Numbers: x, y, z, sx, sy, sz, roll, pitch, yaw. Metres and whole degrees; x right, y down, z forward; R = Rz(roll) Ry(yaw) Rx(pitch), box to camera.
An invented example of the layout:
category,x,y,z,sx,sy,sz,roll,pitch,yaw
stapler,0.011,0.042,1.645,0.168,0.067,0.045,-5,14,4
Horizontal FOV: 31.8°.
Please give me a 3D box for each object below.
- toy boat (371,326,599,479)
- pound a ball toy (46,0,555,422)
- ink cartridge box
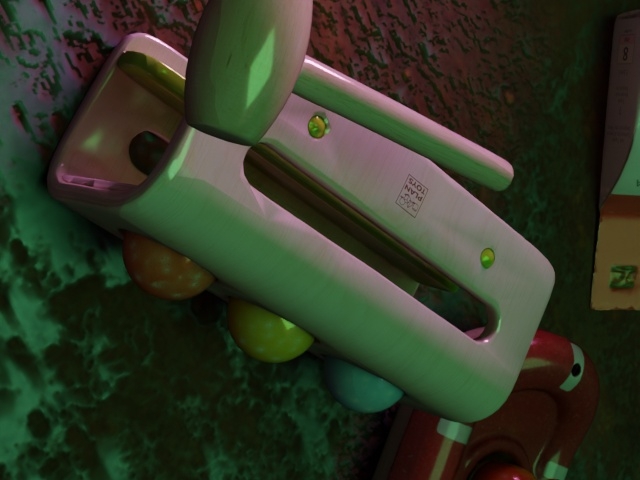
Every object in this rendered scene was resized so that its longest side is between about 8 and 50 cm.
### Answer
category,x,y,z,sx,sy,sz,roll,pitch,yaw
toy boat,0.128,0.173,0.752,0.151,0.151,0.231,26,82,-37
pound a ball toy,0.000,0.000,0.593,0.319,0.208,0.135,34,76,-36
ink cartridge box,0.315,-0.056,0.877,0.189,0.066,0.232,2,94,-15
